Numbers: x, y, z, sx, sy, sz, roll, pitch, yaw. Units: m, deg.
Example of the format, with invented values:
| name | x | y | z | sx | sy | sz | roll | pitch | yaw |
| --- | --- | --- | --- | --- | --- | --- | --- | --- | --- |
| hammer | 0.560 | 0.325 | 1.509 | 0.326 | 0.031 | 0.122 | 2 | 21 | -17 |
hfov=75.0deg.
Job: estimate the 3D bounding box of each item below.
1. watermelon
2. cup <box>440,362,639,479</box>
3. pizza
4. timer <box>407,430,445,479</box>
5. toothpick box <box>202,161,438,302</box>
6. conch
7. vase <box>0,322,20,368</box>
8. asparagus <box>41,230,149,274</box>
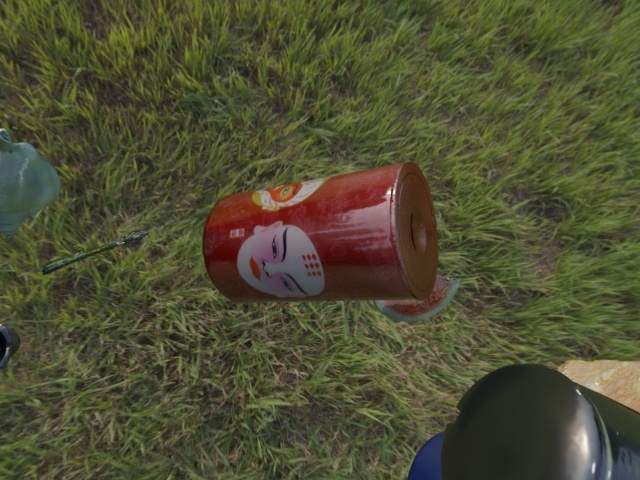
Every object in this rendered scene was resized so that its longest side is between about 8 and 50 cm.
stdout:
| name | x | y | z | sx | sy | sz | roll | pitch | yaw |
| --- | --- | --- | --- | --- | --- | --- | --- | --- | --- |
| watermelon | 0.229 | 0.138 | 1.026 | 0.245 | 0.119 | 0.063 | 0 | 33 | -12 |
| cup | 0.202 | 0.196 | 0.370 | 0.176 | 0.223 | 0.169 | 32 | 101 | -15 |
| pizza | 0.435 | 0.232 | 0.582 | 0.262 | 0.034 | 0.181 | -16 | 48 | -22 |
| timer | 0.404 | 0.620 | 0.927 | 0.270 | 0.383 | 0.270 | 2 | 86 | -24 |
| toothpick box | 0.000 | 0.000 | 0.679 | 0.333 | 0.204 | 0.204 | -6 | 75 | 31 |
| conch | -0.400 | -0.062 | 0.552 | 0.088 | 0.180 | 0.065 | 12 | 36 | -28 |
| vase | -0.701 | 0.223 | 0.886 | 0.115 | 0.237 | 0.115 | 5 | 79 | -27 |
| asparagus | -0.444 | 0.023 | 0.817 | 0.233 | 0.023 | 0.022 | -18 | 113 | 6 |
